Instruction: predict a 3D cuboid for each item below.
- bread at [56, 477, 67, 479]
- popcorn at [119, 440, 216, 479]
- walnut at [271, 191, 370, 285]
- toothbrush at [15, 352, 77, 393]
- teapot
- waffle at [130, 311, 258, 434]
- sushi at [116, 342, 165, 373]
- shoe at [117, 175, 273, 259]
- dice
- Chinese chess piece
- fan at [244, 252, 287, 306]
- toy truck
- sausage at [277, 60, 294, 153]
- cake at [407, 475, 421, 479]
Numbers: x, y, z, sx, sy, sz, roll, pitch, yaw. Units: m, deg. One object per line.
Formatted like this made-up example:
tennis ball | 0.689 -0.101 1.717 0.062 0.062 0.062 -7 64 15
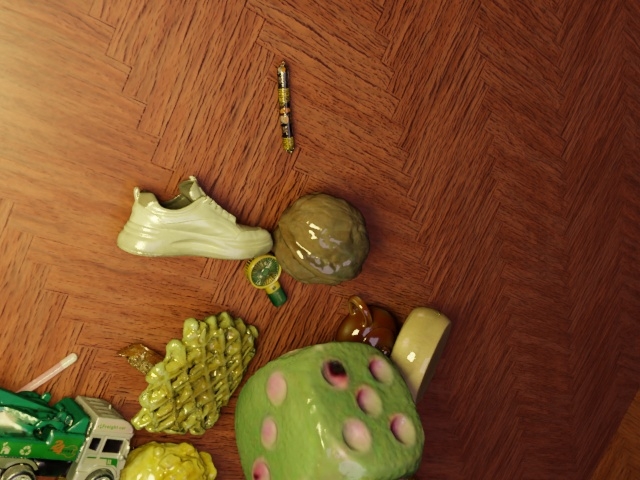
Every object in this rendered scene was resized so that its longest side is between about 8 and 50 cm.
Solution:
bread | -0.521 0.580 1.251 0.138 0.196 0.102 -32 121 -13
popcorn | -0.368 0.548 1.364 0.266 0.192 0.233 -42 147 18
walnut | 0.000 0.000 1.351 0.224 0.224 0.224 -14 117 -29
toothbrush | -0.601 0.311 1.192 0.287 0.020 0.025 -35 130 -16
teapot | 0.127 0.244 1.578 0.178 0.135 0.251 -33 126 -23
waffle | -0.254 0.292 1.322 0.297 0.073 0.317 -63 154 -1
sushi | -0.371 0.257 1.304 0.120 0.052 0.055 46 67 -40
shoe | -0.239 -0.049 1.220 0.317 0.124 0.159 -2 104 -33
dice | 0.015 0.435 1.400 0.319 0.330 0.322 7 143 -39
Chinese chess piece | 0.259 0.306 1.640 0.273 0.102 0.273 -53 156 -36
fan | -0.121 0.092 1.406 0.082 0.039 0.155 -36 127 -17
toy truck | -0.533 0.372 1.154 0.364 0.177 0.177 31 83 -44
sausage | -0.073 -0.276 1.286 0.025 0.028 0.198 -33 129 -46
cake | 0.243 0.821 1.848 0.227 0.222 0.286 -49 128 -4
